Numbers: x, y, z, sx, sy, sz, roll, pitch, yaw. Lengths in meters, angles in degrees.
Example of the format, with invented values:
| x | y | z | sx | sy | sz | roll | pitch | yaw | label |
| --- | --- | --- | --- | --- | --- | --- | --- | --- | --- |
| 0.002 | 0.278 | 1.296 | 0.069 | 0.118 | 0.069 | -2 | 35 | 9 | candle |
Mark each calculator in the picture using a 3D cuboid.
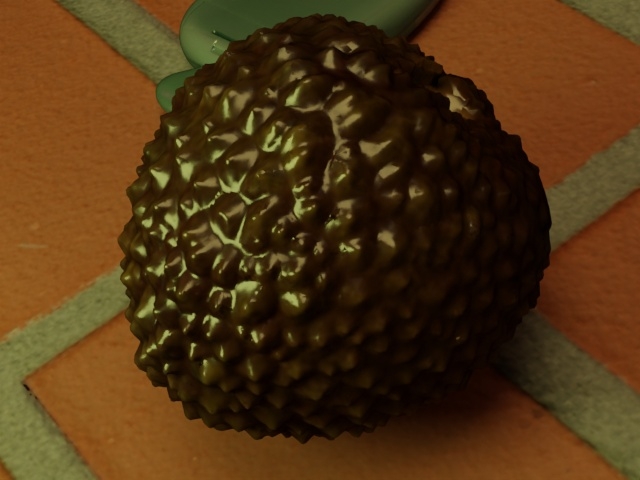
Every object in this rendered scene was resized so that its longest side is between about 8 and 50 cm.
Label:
| x | y | z | sx | sy | sz | roll | pitch | yaw | label |
| --- | --- | --- | --- | --- | --- | --- | --- | --- | --- |
| -0.012 | -0.194 | 1.170 | 0.299 | 0.041 | 0.185 | -39 | 48 | -23 | calculator |

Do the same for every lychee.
| x | y | z | sx | sy | sz | roll | pitch | yaw | label |
| --- | --- | --- | --- | --- | --- | --- | --- | --- | --- |
| 0.000 | 0.000 | 0.842 | 0.267 | 0.267 | 0.267 | -9 | 45 | 9 | lychee |
